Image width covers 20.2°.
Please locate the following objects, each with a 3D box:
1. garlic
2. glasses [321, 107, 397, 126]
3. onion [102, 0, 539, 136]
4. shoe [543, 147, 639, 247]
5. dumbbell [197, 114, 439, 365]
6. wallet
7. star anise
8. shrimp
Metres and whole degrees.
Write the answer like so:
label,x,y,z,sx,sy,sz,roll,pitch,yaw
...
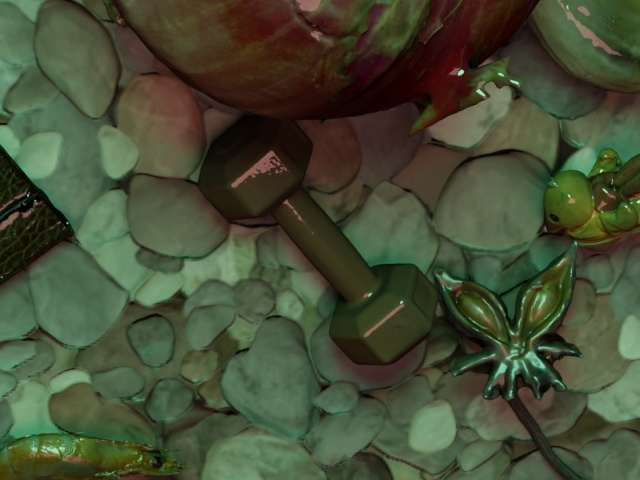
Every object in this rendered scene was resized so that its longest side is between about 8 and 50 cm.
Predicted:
label,x,y,z,sx,sy,sz,roll,pitch,yaw
garlic,0.224,-0.170,1.400,0.195,0.087,0.101,20,93,-16
glasses,0.024,-0.128,1.383,0.140,0.062,0.104,-20,116,-3
onion,0.007,-0.236,1.200,0.353,0.353,0.354,-4,113,-11
shoe,0.237,-0.039,1.461,0.109,0.072,0.069,1,142,23
dumbbell,0.000,0.000,1.418,0.082,0.092,0.231,-26,118,30
wallet,-0.325,0.017,1.378,0.243,0.039,0.133,-35,114,3
star anise,0.195,0.118,1.538,0.148,0.218,0.227,-44,158,-12
shrimp,-0.193,0.201,1.479,0.162,0.045,0.095,4,111,-16
